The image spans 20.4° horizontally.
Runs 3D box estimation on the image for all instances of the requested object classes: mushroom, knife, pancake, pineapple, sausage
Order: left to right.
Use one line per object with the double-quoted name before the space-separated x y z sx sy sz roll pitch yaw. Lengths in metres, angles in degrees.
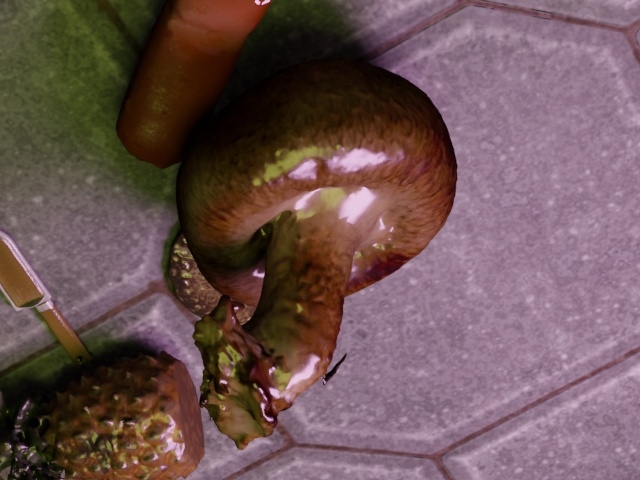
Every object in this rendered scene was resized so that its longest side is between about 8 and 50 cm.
"knife" -0.337 0.067 2.061 0.046 0.022 0.256 -22 129 8
"pineapple" -0.317 0.237 2.127 0.340 0.169 0.169 -12 129 3
"sausage" -0.128 -0.200 1.818 0.097 0.094 0.348 12 140 -18
"pancake" -0.084 0.029 2.097 0.199 0.021 0.199 -7 128 -9
"mushroom" -0.004 -0.019 1.862 0.334 0.356 0.331 -15 130 -5
